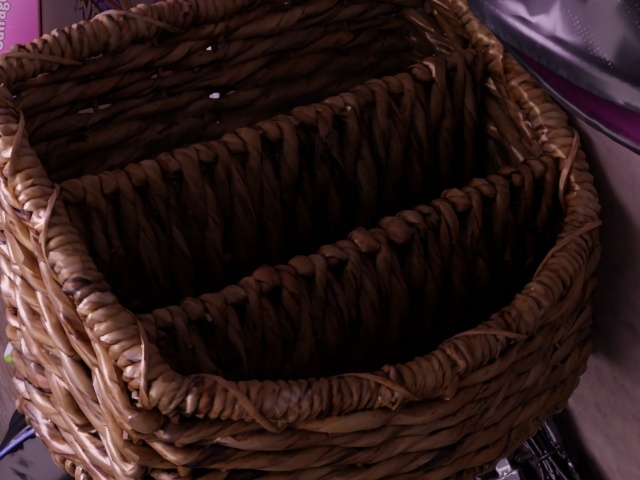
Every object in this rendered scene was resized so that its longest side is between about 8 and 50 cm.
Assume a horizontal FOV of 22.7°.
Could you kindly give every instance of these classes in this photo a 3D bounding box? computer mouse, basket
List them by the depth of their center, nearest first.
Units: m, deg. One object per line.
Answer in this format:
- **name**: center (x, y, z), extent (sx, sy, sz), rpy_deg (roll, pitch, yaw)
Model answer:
- **basket**: center (0.000, 0.000, 0.814), extent (0.213, 0.299, 0.223), rpy_deg (38, 138, 44)
- **computer mouse**: center (0.101, 0.154, 1.003), extent (0.106, 0.042, 0.193), rpy_deg (62, 150, 13)

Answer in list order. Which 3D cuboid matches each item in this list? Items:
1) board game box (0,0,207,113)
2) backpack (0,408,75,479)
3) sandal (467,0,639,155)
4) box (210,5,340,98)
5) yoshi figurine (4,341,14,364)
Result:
- **board game box**: center (-0.140, -0.221, 0.928), extent (0.064, 0.242, 0.316), rpy_deg (-1, 90, 17)
- **backpack**: center (-0.067, 0.176, 1.081), extent (0.276, 0.213, 0.263), rpy_deg (-35, 99, 26)
- **sandal**: center (0.146, -0.071, 0.644), extent (0.446, 0.107, 0.167), rpy_deg (56, -170, 23)
- **box**: center (-0.028, -0.183, 1.003), extent (0.087, 0.058, 0.232), rpy_deg (37, 137, 46)
- **yoshi figurine**: center (-0.117, 0.137, 1.292), extent (0.203, 0.203, 0.362), rpy_deg (0, 95, 18)
